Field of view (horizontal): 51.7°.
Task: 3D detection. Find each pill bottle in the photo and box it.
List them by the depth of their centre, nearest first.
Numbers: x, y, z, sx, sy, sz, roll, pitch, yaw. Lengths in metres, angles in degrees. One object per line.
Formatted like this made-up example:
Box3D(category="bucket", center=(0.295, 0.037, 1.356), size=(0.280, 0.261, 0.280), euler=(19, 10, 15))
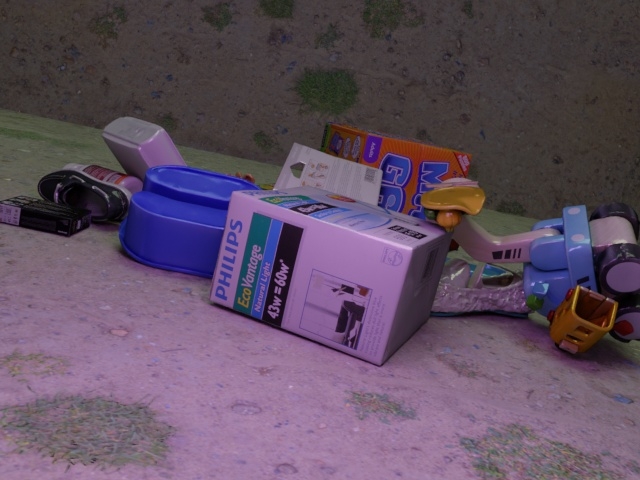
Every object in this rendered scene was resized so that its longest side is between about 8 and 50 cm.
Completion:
Box3D(category="pill bottle", center=(-0.595, -0.138, 1.787), size=(0.221, 0.121, 0.121), euler=(17, 13, 23))

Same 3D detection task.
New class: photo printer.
Box3D(category="photo printer", center=(-0.446, -0.181, 1.821), size=(0.107, 0.307, 0.256), euler=(-44, 41, -21))

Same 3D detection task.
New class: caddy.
Box3D(category="caddy", center=(-0.277, -0.029, 1.485), size=(0.341, 0.179, 0.241), euler=(12, 34, -3))

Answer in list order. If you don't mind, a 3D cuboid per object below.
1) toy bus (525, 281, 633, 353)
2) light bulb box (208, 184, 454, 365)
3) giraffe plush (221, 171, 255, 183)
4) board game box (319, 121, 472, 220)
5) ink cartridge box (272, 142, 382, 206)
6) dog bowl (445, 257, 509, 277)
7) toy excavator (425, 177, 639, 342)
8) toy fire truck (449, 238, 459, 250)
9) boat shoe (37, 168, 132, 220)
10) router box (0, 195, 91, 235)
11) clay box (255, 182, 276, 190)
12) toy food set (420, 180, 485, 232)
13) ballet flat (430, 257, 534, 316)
Box3D(category="toy bus", center=(0.543, 0.187, 1.409), size=(0.191, 0.104, 0.202), euler=(-9, -49, 44))
Box3D(category="light bulb box", center=(0.035, 0.044, 1.321), size=(0.361, 0.225, 0.358), euler=(18, 13, 19))
Box3D(category="giraffe plush", center=(-0.232, -0.090, 1.726), size=(0.181, 0.170, 0.210), euler=(-5, 12, -6))
Box3D(category="board game box", center=(0.201, -0.156, 2.104), size=(0.356, 0.357, 0.356), euler=(8, 13, -21))
Box3D(category="ink cartridge box", center=(0.022, -0.132, 1.715), size=(0.261, 0.066, 0.296), euler=(17, 33, -1))
Box3D(category="dog bowl", center=(0.372, 0.096, 1.798), size=(0.297, 0.074, 0.166), euler=(15, 12, 15))
Box3D(category="toy excavator", center=(0.500, 0.036, 1.508), size=(0.445, 0.433, 0.222), euler=(-10, 32, 22))
Box3D(category="toy fire truck", center=(0.406, -0.001, 2.351), size=(0.135, 0.047, 0.192), euler=(18, 12, 31))
Box3D(category="boat shoe", center=(-0.619, -0.117, 1.680), size=(0.302, 0.114, 0.091), euler=(8, 15, 24))
Box3D(category="router box", center=(-0.648, -0.060, 1.549), size=(0.179, 0.046, 0.133), euler=(12, 11, -1))
Box3D(category="clay box", center=(-0.157, -0.117, 2.122), size=(0.053, 0.127, 0.222), euler=(15, 11, 16))
Box3D(category="toy food set", center=(0.273, -0.065, 1.357), size=(0.128, 0.071, 0.218), euler=(-4, 16, 12))
Box3D(category="ballet flat", center=(0.357, 0.106, 1.594), size=(0.409, 0.147, 0.147), euler=(5, 14, -29))
